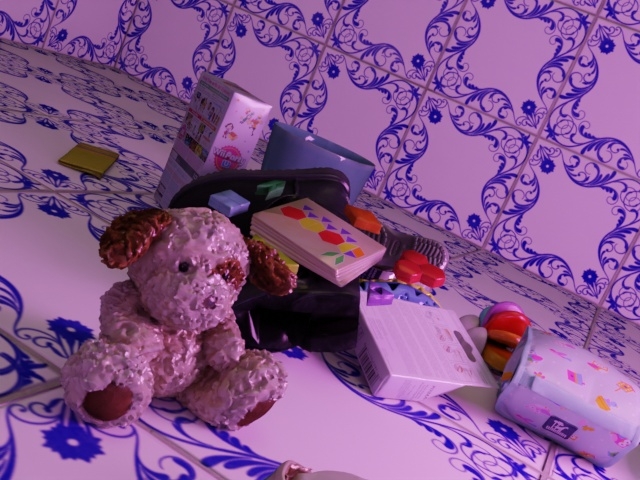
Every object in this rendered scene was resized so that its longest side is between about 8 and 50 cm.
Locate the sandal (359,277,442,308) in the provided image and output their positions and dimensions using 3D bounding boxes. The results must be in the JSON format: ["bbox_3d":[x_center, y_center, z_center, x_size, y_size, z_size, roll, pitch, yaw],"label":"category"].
[{"bbox_3d":[0.070,0.117,1.397,0.317,0.126,0.138,17,15,6],"label":"sandal"}]

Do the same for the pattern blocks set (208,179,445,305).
[{"bbox_3d":[0.000,0.000,1.169,0.285,0.026,0.325,-12,41,-44],"label":"pattern blocks set"}]

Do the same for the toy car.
[{"bbox_3d":[0.366,0.191,1.570,0.159,0.136,0.182,22,12,-6],"label":"toy car"}]

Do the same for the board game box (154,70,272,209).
[{"bbox_3d":[-0.238,-0.186,1.648,0.097,0.303,0.224,16,14,-32],"label":"board game box"}]

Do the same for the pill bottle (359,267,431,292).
[{"bbox_3d":[0.091,0.061,1.567,0.264,0.153,0.153,28,12,17],"label":"pill bottle"}]

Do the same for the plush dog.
[{"bbox_3d":[-0.158,0.070,0.867,0.262,0.225,0.210,14,15,-38],"label":"plush dog"}]

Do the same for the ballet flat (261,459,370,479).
[{"bbox_3d":[0.056,0.275,0.738,0.248,0.086,0.086,23,12,-7],"label":"ballet flat"}]

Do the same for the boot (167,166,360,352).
[{"bbox_3d":[-0.116,0.033,1.303,0.367,0.146,0.445,-11,32,7],"label":"boot"}]

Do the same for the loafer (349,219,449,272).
[{"bbox_3d":[0.127,0.024,1.458,0.251,0.094,0.087,21,-17,28],"label":"loafer"}]

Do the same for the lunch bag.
[{"bbox_3d":[0.419,0.264,1.311,0.223,0.160,0.262,27,7,12],"label":"lunch bag"}]

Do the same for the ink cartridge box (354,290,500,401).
[{"bbox_3d":[0.157,0.179,1.270,0.232,0.066,0.189,17,32,-34],"label":"ink cartridge box"}]

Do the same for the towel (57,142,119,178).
[{"bbox_3d":[-0.532,-0.186,1.785,0.102,0.021,0.237,16,14,-10],"label":"towel"}]

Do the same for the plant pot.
[{"bbox_3d":[-0.034,-0.152,2.062,0.293,0.235,0.293,23,11,-5],"label":"plant pot"}]
